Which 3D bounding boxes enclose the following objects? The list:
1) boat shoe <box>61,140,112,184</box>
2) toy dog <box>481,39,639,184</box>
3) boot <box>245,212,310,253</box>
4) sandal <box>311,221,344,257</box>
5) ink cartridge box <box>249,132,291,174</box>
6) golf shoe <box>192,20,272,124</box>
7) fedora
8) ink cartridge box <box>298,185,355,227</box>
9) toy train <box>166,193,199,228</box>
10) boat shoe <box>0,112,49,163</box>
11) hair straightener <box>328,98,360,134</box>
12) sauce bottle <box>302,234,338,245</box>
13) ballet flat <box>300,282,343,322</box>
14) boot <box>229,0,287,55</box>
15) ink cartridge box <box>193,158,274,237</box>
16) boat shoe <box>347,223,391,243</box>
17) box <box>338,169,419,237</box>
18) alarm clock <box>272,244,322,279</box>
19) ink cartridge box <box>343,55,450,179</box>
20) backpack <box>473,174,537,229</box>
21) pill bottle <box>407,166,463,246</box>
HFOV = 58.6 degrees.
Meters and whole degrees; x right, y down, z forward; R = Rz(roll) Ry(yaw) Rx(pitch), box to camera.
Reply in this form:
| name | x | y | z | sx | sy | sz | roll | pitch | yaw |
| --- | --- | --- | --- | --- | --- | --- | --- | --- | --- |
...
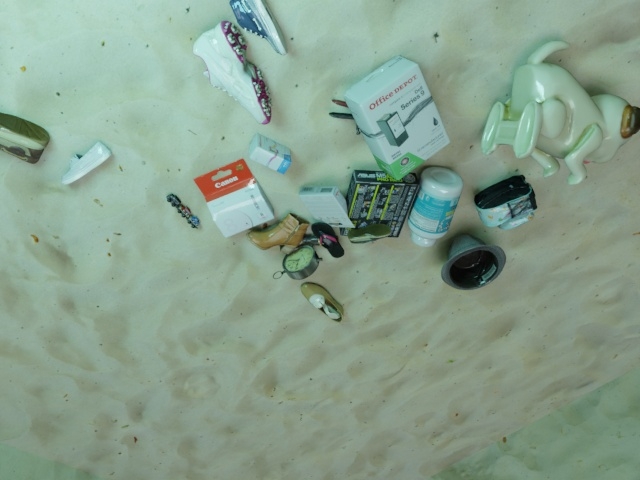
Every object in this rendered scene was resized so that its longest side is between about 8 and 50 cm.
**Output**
| name | x | y | z | sx | sy | sz | roll | pitch | yaw |
| --- | --- | --- | --- | --- | --- | --- | --- | --- | --- |
| boat shoe | -0.720 | -0.235 | 1.723 | 0.184 | 0.066 | 0.063 | -28 | 114 | 17 |
| toy dog | 0.754 | -0.369 | 1.744 | 0.407 | 0.284 | 0.396 | 11 | 90 | -15 |
| boot | -0.145 | -0.037 | 1.971 | 0.197 | 0.073 | 0.152 | 13 | 128 | -34 |
| sandal | 0.030 | 0.004 | 1.992 | 0.067 | 0.040 | 0.179 | -22 | 125 | 22 |
| ink cartridge box | -0.156 | -0.269 | 1.763 | 0.122 | 0.089 | 0.052 | 21 | 123 | -24 |
| golf shoe | -0.241 | -0.453 | 1.599 | 0.140 | 0.115 | 0.306 | -16 | 124 | 18 |
| fedora | 0.556 | 0.065 | 2.127 | 0.243 | 0.124 | 0.275 | -28 | 136 | 17 |
| ink cartridge box | 0.028 | -0.112 | 1.912 | 0.145 | 0.045 | 0.179 | 2 | 148 | 35 |
| toy train | -0.453 | -0.098 | 1.900 | 0.036 | 0.027 | 0.158 | -33 | 127 | 4 |
| boat shoe | -0.949 | -0.311 | 1.589 | 0.341 | 0.123 | 0.123 | 20 | 122 | -31 |
| hair straightener | 0.132 | -0.368 | 1.756 | 0.230 | 0.047 | 0.089 | 7 | 114 | -22 |
| sauce bottle | 0.000 | 0.000 | 2.040 | 0.128 | 0.042 | 0.042 | 2 | 129 | -13 |
| ballet flat | 0.015 | 0.246 | 2.225 | 0.080 | 0.073 | 0.232 | -39 | 124 | 21 |
| boot | -0.164 | -0.575 | 1.533 | 0.086 | 0.069 | 0.190 | -20 | 122 | 17 |
| ink cartridge box | -0.284 | -0.134 | 1.879 | 0.189 | 0.066 | 0.232 | -21 | 133 | 9 |
| boat shoe | 0.170 | -0.020 | 1.961 | 0.152 | 0.056 | 0.049 | -5 | 147 | 13 |
| box | 0.192 | -0.119 | 1.930 | 0.216 | 0.060 | 0.270 | 2 | 140 | -10 |
| alarm clock | -0.085 | 0.089 | 2.040 | 0.192 | 0.129 | 0.064 | -27 | 129 | 3 |
| ink cartridge box | 0.228 | -0.360 | 1.691 | 0.211 | 0.121 | 0.289 | -36 | 126 | -3 |
| backpack | 0.629 | -0.123 | 1.957 | 0.188 | 0.166 | 0.145 | -17 | 120 | 9 |
| pill bottle | 0.383 | -0.107 | 1.945 | 0.146 | 0.146 | 0.264 | 2 | 130 | -10 |
